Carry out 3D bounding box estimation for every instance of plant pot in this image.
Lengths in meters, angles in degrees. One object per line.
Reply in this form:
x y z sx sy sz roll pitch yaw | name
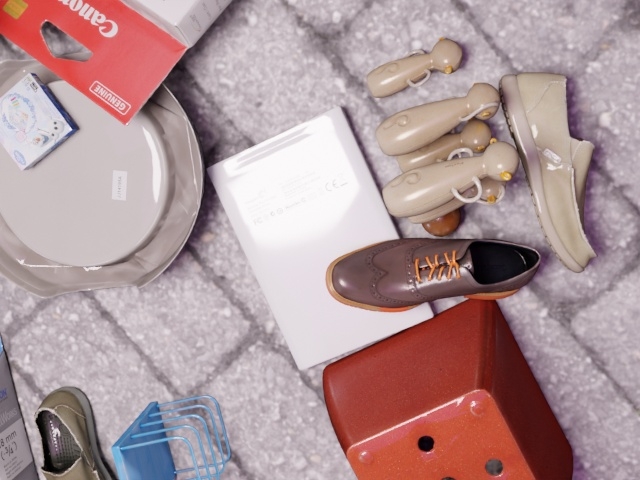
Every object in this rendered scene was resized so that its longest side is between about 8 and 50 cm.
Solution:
0.160 0.260 0.977 0.267 0.236 0.267 -27 94 11 | plant pot

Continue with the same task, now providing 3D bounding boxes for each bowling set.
0.170 -0.106 0.972 0.154 0.287 0.200 -20 138 18 | bowling set

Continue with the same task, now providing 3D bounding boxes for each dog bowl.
-0.317 -0.092 1.058 0.349 0.102 0.348 1 99 8 | dog bowl

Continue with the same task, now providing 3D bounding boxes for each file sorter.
-0.197 0.298 1.068 0.105 0.170 0.118 -12 97 6 | file sorter

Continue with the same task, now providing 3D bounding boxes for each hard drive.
0.000 0.000 1.059 0.203 0.040 0.307 -24 95 11 | hard drive

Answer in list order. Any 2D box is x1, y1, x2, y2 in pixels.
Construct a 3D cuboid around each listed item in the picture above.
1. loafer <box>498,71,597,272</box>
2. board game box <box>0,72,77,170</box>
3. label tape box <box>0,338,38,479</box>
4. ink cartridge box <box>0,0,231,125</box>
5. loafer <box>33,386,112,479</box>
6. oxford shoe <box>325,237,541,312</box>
0.302 -0.090 0.971 0.092 0.102 0.268 -19 95 16 | loafer
-0.375 -0.152 0.996 0.090 0.020 0.090 -35 93 11 | board game box
-0.577 0.287 1.151 0.241 0.106 0.333 -11 97 9 | label tape box
-0.273 -0.328 0.966 0.296 0.066 0.261 36 84 16 | ink cartridge box
-0.364 0.341 1.120 0.094 0.087 0.251 -21 84 11 | loafer
0.142 0.031 0.975 0.272 0.098 0.096 -6 75 -11 | oxford shoe
